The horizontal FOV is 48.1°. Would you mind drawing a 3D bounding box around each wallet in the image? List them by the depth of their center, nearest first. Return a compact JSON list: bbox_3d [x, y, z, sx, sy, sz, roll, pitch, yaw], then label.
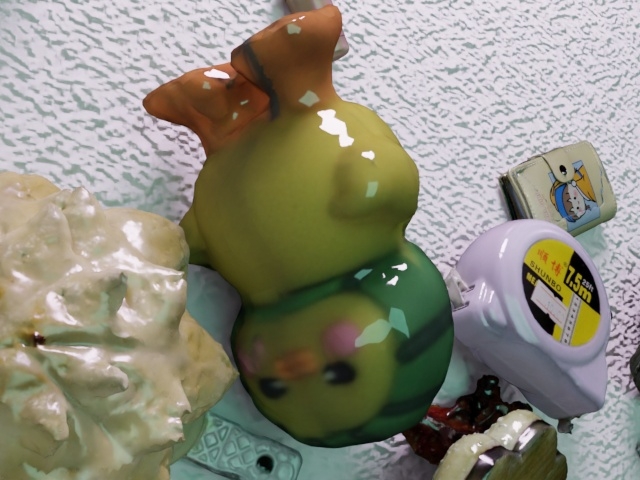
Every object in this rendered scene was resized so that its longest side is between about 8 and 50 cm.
[{"bbox_3d":[0.289,-0.055,0.862,0.155,0.039,0.110,-21,92,-32],"label":"wallet"}]

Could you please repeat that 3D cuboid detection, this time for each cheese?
[{"bbox_3d":[-0.117,0.153,0.580,0.235,0.049,0.127,32,65,-19],"label":"cheese"}]

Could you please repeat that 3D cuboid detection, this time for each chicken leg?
[{"bbox_3d":[0.131,0.182,0.718,0.219,0.048,0.090,3,75,-29],"label":"chicken leg"}]

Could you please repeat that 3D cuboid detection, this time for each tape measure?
[{"bbox_3d":[0.222,0.073,0.759,0.196,0.105,0.178,42,55,-10],"label":"tape measure"}]

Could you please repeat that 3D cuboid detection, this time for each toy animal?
[{"bbox_3d":[0.002,0.001,0.601,0.191,0.216,0.339,-24,96,-58],"label":"toy animal"}]

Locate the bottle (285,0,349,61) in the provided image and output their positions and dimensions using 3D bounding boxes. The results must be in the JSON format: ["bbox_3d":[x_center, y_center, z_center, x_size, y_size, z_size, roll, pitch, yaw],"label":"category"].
[{"bbox_3d":[-0.006,-0.228,0.727,0.045,0.045,0.097,-26,96,-31],"label":"bottle"}]

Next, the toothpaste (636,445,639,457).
[{"bbox_3d":[0.505,0.378,0.882,0.081,0.067,0.337,-30,95,-30],"label":"toothpaste"}]

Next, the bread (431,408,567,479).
[{"bbox_3d":[0.138,0.256,0.651,0.286,0.056,0.208,-32,129,-36],"label":"bread"}]

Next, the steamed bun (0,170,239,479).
[{"bbox_3d":[-0.192,0.072,0.465,0.292,0.137,0.295,-33,80,-29],"label":"steamed bun"}]

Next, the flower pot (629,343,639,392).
[{"bbox_3d":[0.478,0.097,0.856,0.235,0.235,0.141,23,47,-24],"label":"flower pot"}]
